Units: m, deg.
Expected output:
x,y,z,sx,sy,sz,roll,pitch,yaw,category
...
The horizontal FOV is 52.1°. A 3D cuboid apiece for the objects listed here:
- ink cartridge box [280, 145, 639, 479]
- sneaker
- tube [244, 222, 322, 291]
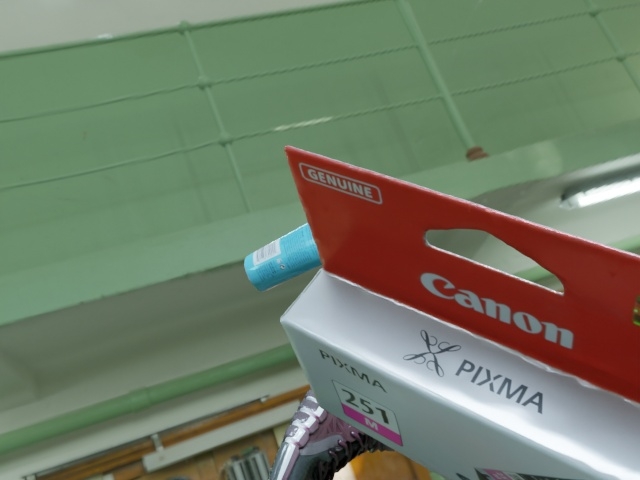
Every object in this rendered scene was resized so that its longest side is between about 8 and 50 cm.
x,y,z,sx,sy,sz,roll,pitch,yaw,category
0.094,0.081,0.394,0.060,0.275,0.239,-51,-36,-26,ink cartridge box
0.045,0.249,0.811,0.281,0.162,0.106,-57,-13,-45,sneaker
0.000,0.000,0.832,0.207,0.080,0.052,-27,-25,20,tube
